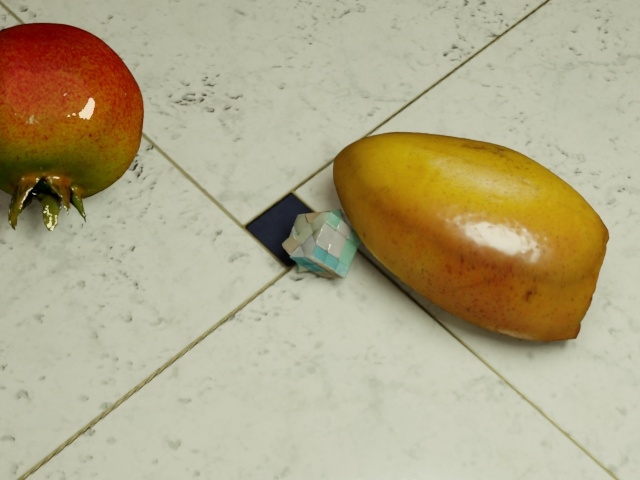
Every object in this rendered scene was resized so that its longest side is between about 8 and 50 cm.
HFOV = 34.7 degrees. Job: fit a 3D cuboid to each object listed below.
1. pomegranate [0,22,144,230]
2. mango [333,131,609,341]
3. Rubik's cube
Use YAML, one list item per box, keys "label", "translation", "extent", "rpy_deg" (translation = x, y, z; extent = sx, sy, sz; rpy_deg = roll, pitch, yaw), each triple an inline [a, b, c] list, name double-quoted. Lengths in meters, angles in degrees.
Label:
- label: "pomegranate"
  translation: [-0.325, -0.133, 1.224]
  extent: [0.221, 0.221, 0.256]
  rpy_deg: [2, 67, -2]
- label: "mango"
  translation: [0.168, -0.022, 1.192]
  extent: [0.350, 0.199, 0.201]
  rpy_deg: [29, 97, 11]
- label: "Rubik's cube"
  translation: [0.000, 0.003, 1.233]
  extent: [0.073, 0.075, 0.084]
  rpy_deg: [-6, 41, 50]
